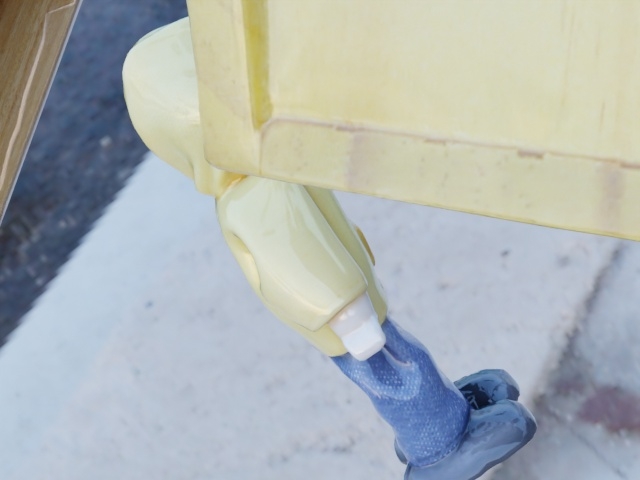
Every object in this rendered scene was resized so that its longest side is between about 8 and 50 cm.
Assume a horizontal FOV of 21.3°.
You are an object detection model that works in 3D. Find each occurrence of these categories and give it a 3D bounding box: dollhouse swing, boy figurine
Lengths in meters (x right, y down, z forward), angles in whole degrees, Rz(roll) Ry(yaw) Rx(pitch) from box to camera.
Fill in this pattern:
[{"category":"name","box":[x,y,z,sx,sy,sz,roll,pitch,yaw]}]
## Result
[{"category":"dollhouse swing","box":[0.164,-0.145,0.593,0.347,0.315,0.304,10,94,35]},{"category":"boy figurine","box":[0.000,0.000,0.910,0.092,0.285,0.177,-32,13,6]}]

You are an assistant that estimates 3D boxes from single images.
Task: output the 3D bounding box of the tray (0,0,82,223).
[{"category":"tray","box":[-0.290,-0.034,1.227,0.076,0.410,0.203,27,21,6]}]
